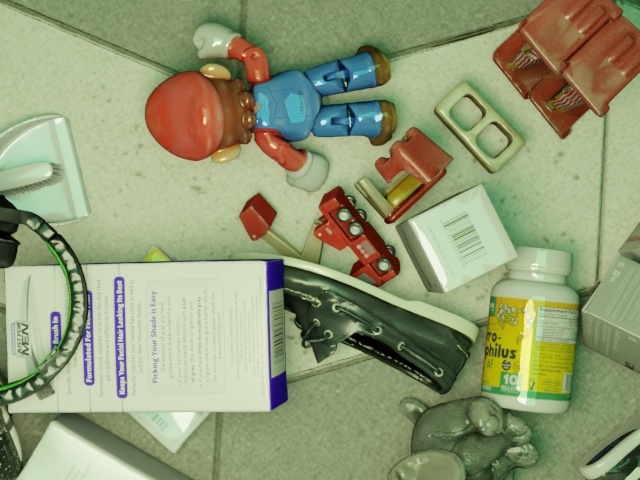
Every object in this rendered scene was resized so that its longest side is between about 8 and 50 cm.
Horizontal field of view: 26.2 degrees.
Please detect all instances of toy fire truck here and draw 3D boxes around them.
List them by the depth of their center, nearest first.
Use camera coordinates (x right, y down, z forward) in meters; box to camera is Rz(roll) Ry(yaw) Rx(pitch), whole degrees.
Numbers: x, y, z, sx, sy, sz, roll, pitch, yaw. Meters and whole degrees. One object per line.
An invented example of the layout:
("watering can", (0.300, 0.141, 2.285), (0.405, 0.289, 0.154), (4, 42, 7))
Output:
("toy fire truck", (0.000, 0.000, 1.810), (0.135, 0.047, 0.192), (-32, 106, 24))

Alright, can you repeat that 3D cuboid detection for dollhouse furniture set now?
("dollhouse furniture set", (0.231, -0.149, 1.757), (0.374, 0.201, 0.152), (-44, 90, -3))

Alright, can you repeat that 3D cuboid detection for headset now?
("headset", (-0.460, 0.026, 1.652), (0.394, 0.185, 0.243), (41, 86, -6))

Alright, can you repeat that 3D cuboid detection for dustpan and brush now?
("dustpan and brush", (-0.422, -0.076, 1.804), (0.211, 0.060, 0.147), (-14, 88, -2))

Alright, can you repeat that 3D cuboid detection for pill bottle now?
("pill bottle", (0.275, 0.115, 1.790), (0.117, 0.117, 0.208), (6, 88, -1))

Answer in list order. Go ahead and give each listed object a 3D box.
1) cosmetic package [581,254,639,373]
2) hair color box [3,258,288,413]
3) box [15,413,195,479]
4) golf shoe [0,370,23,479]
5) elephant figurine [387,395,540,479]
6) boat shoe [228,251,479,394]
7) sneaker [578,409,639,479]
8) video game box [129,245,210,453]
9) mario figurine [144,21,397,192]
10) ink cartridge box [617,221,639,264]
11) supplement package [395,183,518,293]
("cosmetic package", (0.461, 0.128, 1.748), (0.238, 0.127, 0.107), (29, 72, 23))
("hair color box", (-0.216, 0.118, 1.709), (0.338, 0.110, 0.185), (-1, 90, 10))
("box", (-0.235, 0.396, 1.740), (0.345, 0.168, 0.215), (31, 88, -1))
("golf shoe", (-0.417, 0.213, 1.761), (0.077, 0.094, 0.198), (-43, 70, 28))
("elephant figurine", (0.162, 0.321, 1.723), (0.169, 0.186, 0.239), (41, 57, -13))
("boat shoe", (0.031, 0.112, 1.780), (0.340, 0.127, 0.113), (20, 76, -10))
("sneaker", (0.456, 0.283, 1.818), (0.217, 0.079, 0.121), (-35, 99, -2))
("video game box", (-0.204, 0.142, 1.810), (0.205, 0.048, 0.187), (43, 91, 0))
("mario figurine", (-0.072, -0.178, 1.810), (0.320, 0.170, 0.198), (-6, 54, -12))
("ink cartridge box", (0.488, -0.037, 1.790), (0.082, 0.139, 0.191), (39, 87, -1))
("supplement package", (0.170, 0.000, 1.760), (0.105, 0.179, 0.105), (-27, 89, -3))
